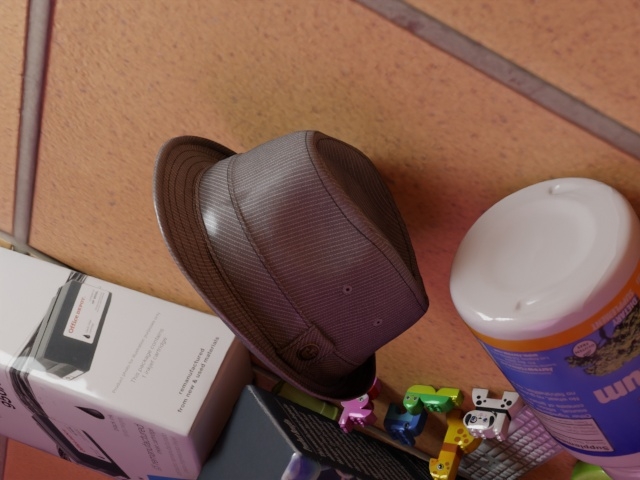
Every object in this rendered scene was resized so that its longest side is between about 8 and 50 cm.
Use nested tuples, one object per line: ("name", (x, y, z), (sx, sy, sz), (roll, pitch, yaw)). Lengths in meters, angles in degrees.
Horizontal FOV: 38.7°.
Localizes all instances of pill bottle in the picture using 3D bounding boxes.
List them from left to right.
("pill bottle", (0.231, 0.090, 0.750), (0.152, 0.152, 0.272), (-8, 135, 40))

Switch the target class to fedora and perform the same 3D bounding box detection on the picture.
("fedora", (0.000, 0.000, 0.757), (0.124, 0.244, 0.275), (-31, 119, 19))

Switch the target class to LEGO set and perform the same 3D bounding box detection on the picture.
("LEGO set", (0.126, 0.228, 1.065), (0.227, 0.093, 0.087), (0, 139, 34))

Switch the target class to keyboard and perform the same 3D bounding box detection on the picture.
("keyboard", (0.234, 0.252, 1.101), (0.072, 0.014, 0.256), (25, 147, 0))

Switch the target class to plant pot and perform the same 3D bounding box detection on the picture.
("plant pot", (-0.034, 0.223, 1.187), (0.079, 0.083, 0.083), (44, 144, -7))

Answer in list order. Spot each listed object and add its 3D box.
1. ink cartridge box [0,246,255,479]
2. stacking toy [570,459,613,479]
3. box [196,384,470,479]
("ink cartridge box", (-0.297, 0.189, 1.222), (0.394, 0.166, 0.285), (16, 146, 14))
("stacking toy", (0.401, 0.388, 1.017), (0.279, 0.130, 0.309), (12, 135, 31))
("box", (0.034, 0.399, 1.076), (0.395, 0.294, 0.212), (27, -179, -22))
